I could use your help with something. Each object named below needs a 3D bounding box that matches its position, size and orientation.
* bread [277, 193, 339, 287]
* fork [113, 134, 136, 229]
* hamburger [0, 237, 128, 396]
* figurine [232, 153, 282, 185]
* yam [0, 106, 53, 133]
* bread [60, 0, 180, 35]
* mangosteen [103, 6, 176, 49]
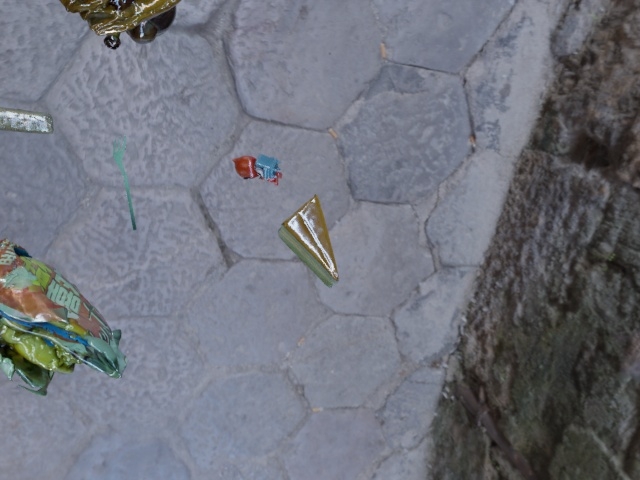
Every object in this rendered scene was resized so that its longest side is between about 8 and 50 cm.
[{"bbox_3d":[0.003,0.004,0.915,0.084,0.074,0.139,-42,84,-21],"label":"bread"},{"bbox_3d":[-0.469,-0.140,1.263,0.039,0.021,0.235,-13,85,22],"label":"fork"},{"bbox_3d":[-0.432,0.141,0.806,0.276,0.260,0.150,46,79,-4],"label":"hamburger"},{"bbox_3d":[-0.178,-0.200,1.456,0.140,0.068,0.075,12,136,14],"label":"figurine"},{"bbox_3d":[-1.018,-0.372,1.594,0.371,0.083,0.083,2,113,-25],"label":"yam"},{"bbox_3d":[-0.450,-0.608,1.208,0.314,0.370,0.191,-26,123,-4],"label":"bread"},{"bbox_3d":[-0.567,-0.704,1.582,0.231,0.231,0.289,45,56,-30],"label":"mangosteen"}]
